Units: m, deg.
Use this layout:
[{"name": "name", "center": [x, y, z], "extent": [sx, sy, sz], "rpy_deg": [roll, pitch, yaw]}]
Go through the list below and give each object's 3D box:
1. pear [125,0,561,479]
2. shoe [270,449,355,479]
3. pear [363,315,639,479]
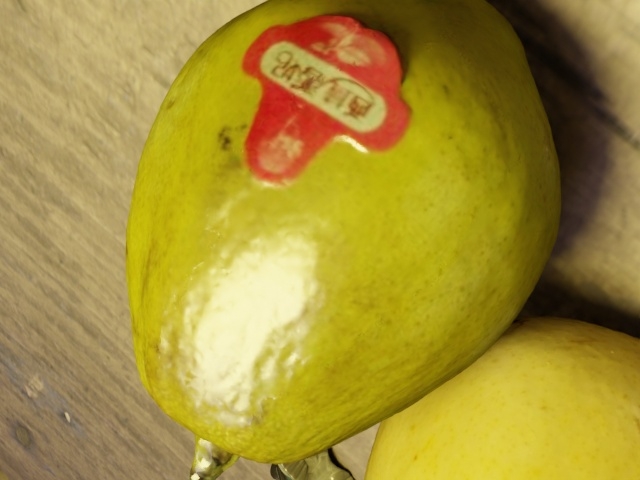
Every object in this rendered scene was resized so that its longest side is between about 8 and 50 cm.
[{"name": "pear", "center": [0.000, 0.000, 0.675], "extent": [0.287, 0.375, 0.287], "rpy_deg": [27, 173, 4]}, {"name": "shoe", "center": [-0.028, 0.274, 1.199], "extent": [0.099, 0.071, 0.169], "rpy_deg": [-10, 120, 53]}, {"name": "pear", "center": [0.171, 0.213, 0.744], "extent": [0.309, 0.309, 0.309], "rpy_deg": [28, 140, 26]}]
